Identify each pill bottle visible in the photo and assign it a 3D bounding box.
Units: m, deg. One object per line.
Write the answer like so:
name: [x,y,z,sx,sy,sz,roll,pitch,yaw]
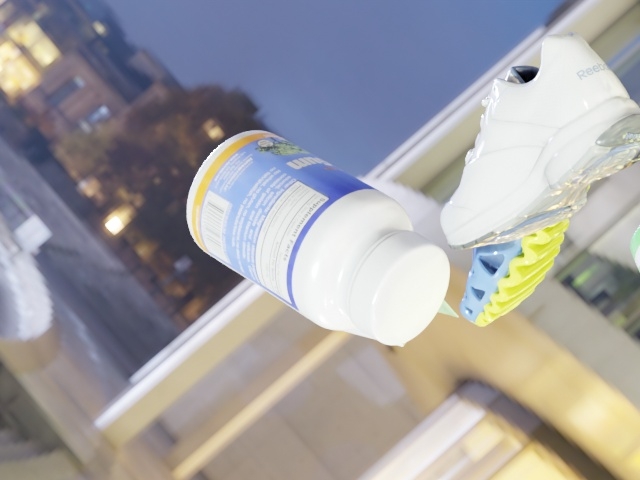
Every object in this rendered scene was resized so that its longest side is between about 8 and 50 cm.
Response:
pill bottle: [0.000,0.000,1.639,0.272,0.152,0.152,30,-17,38]

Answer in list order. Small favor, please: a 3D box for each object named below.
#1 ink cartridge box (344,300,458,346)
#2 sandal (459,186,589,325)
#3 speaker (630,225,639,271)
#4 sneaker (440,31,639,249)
ink cartridge box: [0.061,0.070,1.962,0.209,0.062,0.109,12,-31,53]
sandal: [0.253,-0.029,2.088,0.138,0.317,0.126,34,31,21]
speaker: [0.540,0.087,2.108,0.296,0.131,0.131,58,-1,34]
sneaker: [0.191,-0.083,1.429,0.297,0.111,0.129,-44,-114,55]
